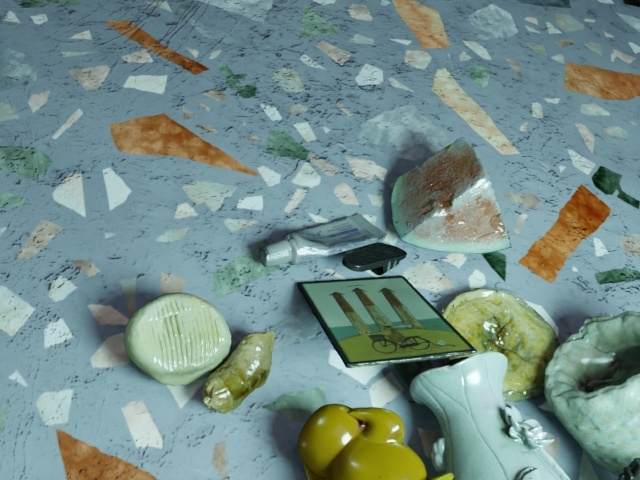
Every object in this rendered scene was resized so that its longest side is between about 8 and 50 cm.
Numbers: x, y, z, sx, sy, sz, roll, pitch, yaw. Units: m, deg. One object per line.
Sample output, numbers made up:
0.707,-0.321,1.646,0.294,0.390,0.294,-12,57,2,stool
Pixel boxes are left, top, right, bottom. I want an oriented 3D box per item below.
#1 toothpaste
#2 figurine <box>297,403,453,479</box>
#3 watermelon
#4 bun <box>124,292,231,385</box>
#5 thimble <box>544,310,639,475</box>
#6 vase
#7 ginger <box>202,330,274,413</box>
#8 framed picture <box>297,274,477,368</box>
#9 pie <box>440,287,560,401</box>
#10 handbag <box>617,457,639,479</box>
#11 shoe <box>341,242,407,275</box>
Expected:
0.001,0.002,1.413,0.282,0.068,0.099,-17,67,-27,toothpaste
0.076,0.372,1.079,0.215,0.215,0.228,-4,25,-18,figurine
0.294,-0.096,1.481,0.261,0.201,0.213,-1,47,-11,watermelon
-0.257,0.178,1.193,0.188,0.111,0.164,-13,76,-27,bun
0.576,0.273,1.222,0.195,0.291,0.291,54,54,-11,thimble
0.295,0.409,1.091,0.250,0.250,0.445,-4,55,-18,vase
-0.142,0.236,1.189,0.069,0.095,0.190,23,48,28,ginger
0.112,0.144,1.263,0.244,0.013,0.324,-2,23,-17,framed picture
0.369,0.213,1.363,0.274,0.055,0.274,8,52,-10,pie
0.602,0.484,1.109,0.285,0.257,0.113,11,21,-6,handbag
0.110,0.049,1.417,0.071,0.049,0.179,33,31,34,shoe
